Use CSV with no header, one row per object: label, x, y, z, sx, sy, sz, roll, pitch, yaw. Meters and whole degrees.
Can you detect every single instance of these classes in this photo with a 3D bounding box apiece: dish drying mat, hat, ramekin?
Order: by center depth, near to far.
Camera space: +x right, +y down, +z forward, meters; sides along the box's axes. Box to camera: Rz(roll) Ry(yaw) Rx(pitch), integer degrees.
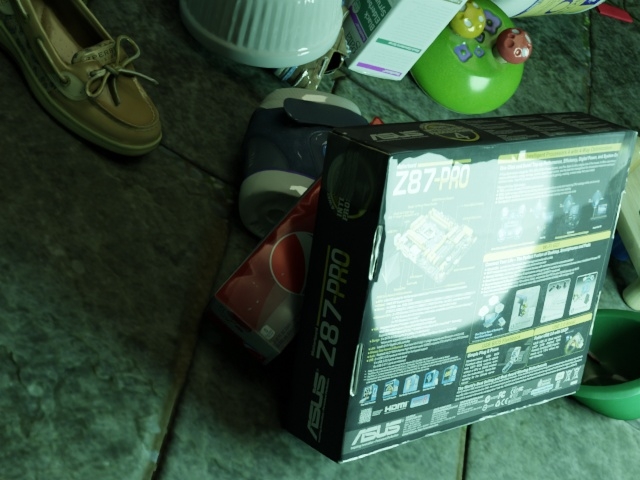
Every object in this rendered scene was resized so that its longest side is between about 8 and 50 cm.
hat,0.361,0.203,1.729,0.208,0.183,0.173,1,35,19
ramekin,-0.066,-0.320,1.748,0.207,0.109,0.207,8,46,-8
dish drying mat,0.508,-0.398,2.472,0.083,0.008,0.032,7,48,-36

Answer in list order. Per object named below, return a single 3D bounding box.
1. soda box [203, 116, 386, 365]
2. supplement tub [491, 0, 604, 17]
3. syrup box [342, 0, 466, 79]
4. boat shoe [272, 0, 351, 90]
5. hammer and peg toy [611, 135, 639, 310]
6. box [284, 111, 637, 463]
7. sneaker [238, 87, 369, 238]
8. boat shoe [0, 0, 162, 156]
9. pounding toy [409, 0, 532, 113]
soda box,0.000,0.000,1.458,0.092,0.083,0.263,42,70,0
supplement tub,0.340,-0.468,2.200,0.331,0.241,0.241,-14,63,-47
syrup box,0.119,-0.327,1.866,0.096,0.237,0.093,9,47,-37
boat shoe,0.000,-0.246,1.833,0.066,0.066,0.183,42,46,-8
hammer and peg toy,0.512,0.029,1.950,0.266,0.127,0.361,12,46,-33
box,0.152,0.036,1.470,0.395,0.318,0.097,-9,27,-43
sneaker,0.062,-0.066,1.643,0.322,0.130,0.236,24,44,-14
boat shoe,-0.272,-0.209,1.525,0.285,0.089,0.104,44,37,3
pounding toy,0.216,-0.302,1.958,0.183,0.110,0.237,-1,76,-23
